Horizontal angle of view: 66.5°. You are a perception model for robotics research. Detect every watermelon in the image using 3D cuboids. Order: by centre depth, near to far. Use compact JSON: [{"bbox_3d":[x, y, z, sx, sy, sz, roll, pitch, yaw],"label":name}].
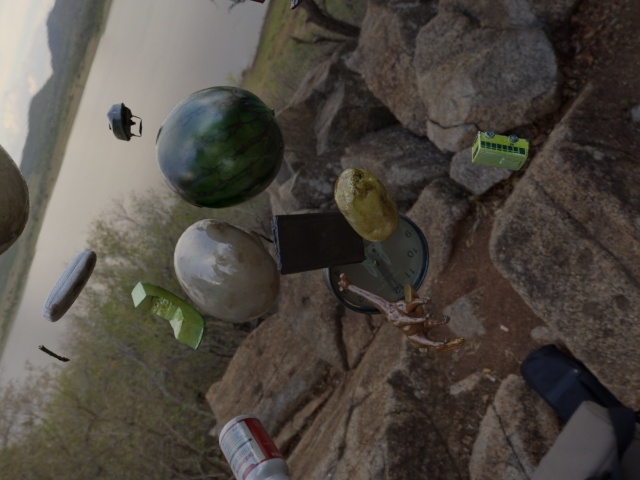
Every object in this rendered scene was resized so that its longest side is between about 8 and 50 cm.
[{"bbox_3d":[-0.273,-0.255,1.353,0.363,0.363,0.364,-37,43,47],"label":"watermelon"}]

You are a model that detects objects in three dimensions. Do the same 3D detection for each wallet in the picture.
[{"bbox_3d":[0.000,0.000,1.457,0.044,0.321,0.171,-2,94,54],"label":"wallet"}]

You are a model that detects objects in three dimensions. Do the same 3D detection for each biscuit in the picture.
[{"bbox_3d":[0.332,0.262,1.656,0.041,0.212,0.239,-14,88,24],"label":"biscuit"}]

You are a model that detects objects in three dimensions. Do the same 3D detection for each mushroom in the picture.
[{"bbox_3d":[-0.278,0.080,1.543,0.362,0.362,0.295,-30,18,51],"label":"mushroom"}]

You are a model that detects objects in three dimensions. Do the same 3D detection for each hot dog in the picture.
[{"bbox_3d":[0.428,0.346,1.635,0.122,0.049,0.037,-27,49,37],"label":"hot dog"}]

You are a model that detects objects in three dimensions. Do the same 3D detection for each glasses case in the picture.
[{"bbox_3d":[-0.512,0.090,1.001,0.063,0.041,0.164,115,176,-59],"label":"glasses case"}]

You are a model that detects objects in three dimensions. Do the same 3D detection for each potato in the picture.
[{"bbox_3d":[0.093,-0.070,0.959,0.107,0.170,0.080,-45,30,-18],"label":"potato"}]

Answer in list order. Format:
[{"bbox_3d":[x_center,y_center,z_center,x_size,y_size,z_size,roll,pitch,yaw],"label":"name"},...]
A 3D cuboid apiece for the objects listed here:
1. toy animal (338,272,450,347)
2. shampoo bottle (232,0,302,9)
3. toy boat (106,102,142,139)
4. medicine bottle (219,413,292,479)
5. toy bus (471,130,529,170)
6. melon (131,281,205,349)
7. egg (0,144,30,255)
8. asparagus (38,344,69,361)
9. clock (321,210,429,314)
[{"bbox_3d":[0.161,0.150,1.090,0.066,0.224,0.229,-51,21,-26],"label":"toy animal"},{"bbox_3d":[-0.147,-0.453,0.786,0.153,0.284,0.071,134,159,-72],"label":"shampoo bottle"},{"bbox_3d":[-0.624,-0.379,1.549,0.246,0.103,0.093,178,93,-73],"label":"toy boat"},{"bbox_3d":[-0.169,0.587,1.289,0.250,0.131,0.131,38,108,50],"label":"medicine bottle"},{"bbox_3d":[0.604,-0.298,1.639,0.088,0.174,0.101,97,-176,-60],"label":"toy bus"},{"bbox_3d":[-0.368,0.173,1.193,0.064,0.209,0.118,-56,8,11],"label":"melon"},{"bbox_3d":[-0.473,-0.042,0.614,0.206,0.161,0.271,-53,5,7],"label":"egg"},{"bbox_3d":[-0.729,0.312,1.336,0.015,0.114,0.014,-20,54,1],"label":"asparagus"},{"bbox_3d":[0.193,0.073,1.680,0.386,0.386,0.076,-67,21,10],"label":"clock"}]
